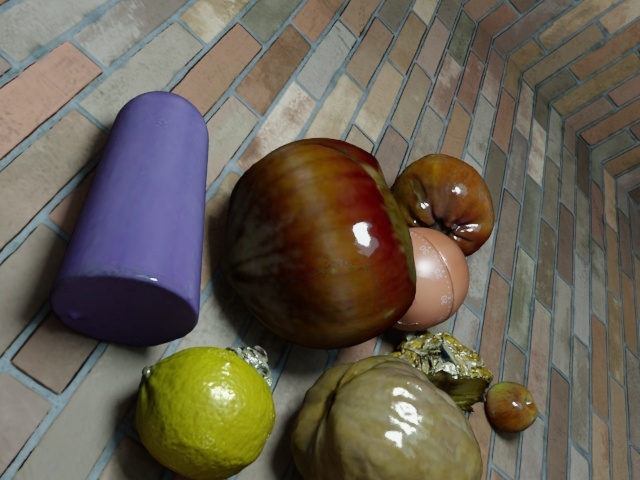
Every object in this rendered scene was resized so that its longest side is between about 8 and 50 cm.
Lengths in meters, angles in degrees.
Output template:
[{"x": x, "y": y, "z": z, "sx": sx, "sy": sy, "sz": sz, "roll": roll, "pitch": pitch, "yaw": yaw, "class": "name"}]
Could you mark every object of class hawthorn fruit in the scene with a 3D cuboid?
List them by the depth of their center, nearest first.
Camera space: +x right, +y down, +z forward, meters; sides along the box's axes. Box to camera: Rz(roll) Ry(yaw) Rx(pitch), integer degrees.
[{"x": 0.296, "y": -0.094, "z": 1.565, "sx": 0.277, "sy": 0.277, "sz": 0.298, "roll": 44, "pitch": 33, "yaw": -14, "class": "hawthorn fruit"}]

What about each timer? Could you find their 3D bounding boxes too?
[{"x": 0.207, "y": 0.085, "z": 1.379, "sx": 0.214, "sy": 0.229, "sz": 0.230, "roll": -14, "pitch": 74, "yaw": -27, "class": "timer"}]

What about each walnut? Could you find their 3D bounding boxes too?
[{"x": 0.124, "y": 0.367, "z": 1.070, "sx": 0.344, "sy": 0.306, "sz": 0.306, "roll": 38, "pitch": 45, "yaw": -24, "class": "walnut"}]

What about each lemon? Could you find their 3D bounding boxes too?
[{"x": -0.174, "y": 0.259, "z": 0.938, "sx": 0.231, "sy": 0.192, "sz": 0.192, "roll": 39, "pitch": 44, "yaw": -22, "class": "lemon"}]

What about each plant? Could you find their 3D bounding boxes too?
[{"x": -0.130, "y": 0.238, "z": 1.099, "sx": 0.122, "sy": 0.104, "sz": 0.117, "roll": -27, "pitch": 125, "yaw": -79, "class": "plant"}]

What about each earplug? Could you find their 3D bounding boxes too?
[{"x": -0.286, "y": -0.068, "z": 1.037, "sx": 0.215, "sy": 0.215, "sz": 0.456, "roll": 26, "pitch": 46, "yaw": -30, "class": "earplug"}]

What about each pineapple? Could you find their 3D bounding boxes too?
[{"x": 0.283, "y": 0.264, "z": 1.392, "sx": 0.334, "sy": 0.158, "sz": 0.161, "roll": 26, "pitch": 49, "yaw": -29, "class": "pineapple"}]

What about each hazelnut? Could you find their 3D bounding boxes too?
[{"x": 0.000, "y": 0.000, "z": 1.162, "sx": 0.359, "sy": 0.359, "sz": 0.409, "roll": -7, "pitch": 62, "yaw": -45, "class": "hazelnut"}]

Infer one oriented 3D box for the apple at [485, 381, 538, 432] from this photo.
[{"x": 0.469, "y": 0.408, "z": 1.521, "sx": 0.126, "sy": 0.102, "sz": 0.126, "roll": 24, "pitch": 50, "yaw": -31, "class": "apple"}]
